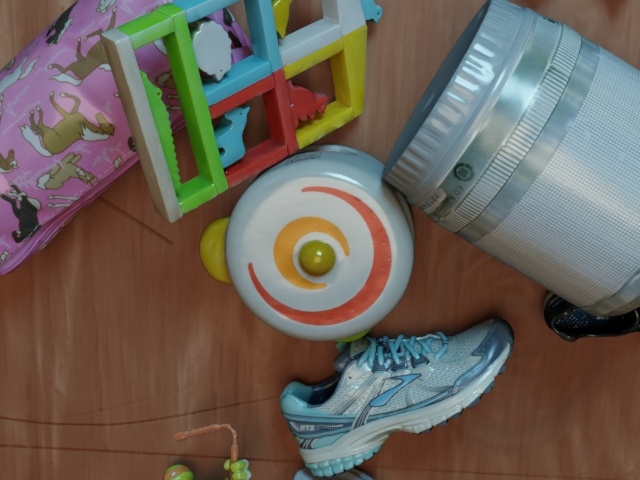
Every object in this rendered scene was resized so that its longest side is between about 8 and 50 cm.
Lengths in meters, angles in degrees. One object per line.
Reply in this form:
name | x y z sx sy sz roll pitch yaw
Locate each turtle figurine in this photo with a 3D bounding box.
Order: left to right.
turtle figurine | -0.137 0.352 1.079 0.269 0.087 0.217 -44 70 24

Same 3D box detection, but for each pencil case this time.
pencil case | -0.254 -0.121 0.938 0.386 0.167 0.160 -35 130 14

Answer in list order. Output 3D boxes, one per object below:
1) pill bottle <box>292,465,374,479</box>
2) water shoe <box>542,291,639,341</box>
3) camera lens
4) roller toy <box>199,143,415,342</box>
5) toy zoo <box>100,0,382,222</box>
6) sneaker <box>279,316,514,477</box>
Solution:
pill bottle | 0.002 0.370 1.073 0.108 0.108 0.193 12 106 2
water shoe | 0.342 0.074 0.971 0.203 0.080 0.072 -13 104 9
camera lens | 0.225 -0.074 0.869 0.274 0.219 0.219 30 106 -3
roller toy | 0.000 0.000 0.950 0.209 0.146 0.191 35 105 -4
toy zoo | -0.051 -0.164 0.872 0.293 0.030 0.192 -32 133 -26
sneaker | 0.077 0.152 1.007 0.283 0.110 0.122 -33 97 13
